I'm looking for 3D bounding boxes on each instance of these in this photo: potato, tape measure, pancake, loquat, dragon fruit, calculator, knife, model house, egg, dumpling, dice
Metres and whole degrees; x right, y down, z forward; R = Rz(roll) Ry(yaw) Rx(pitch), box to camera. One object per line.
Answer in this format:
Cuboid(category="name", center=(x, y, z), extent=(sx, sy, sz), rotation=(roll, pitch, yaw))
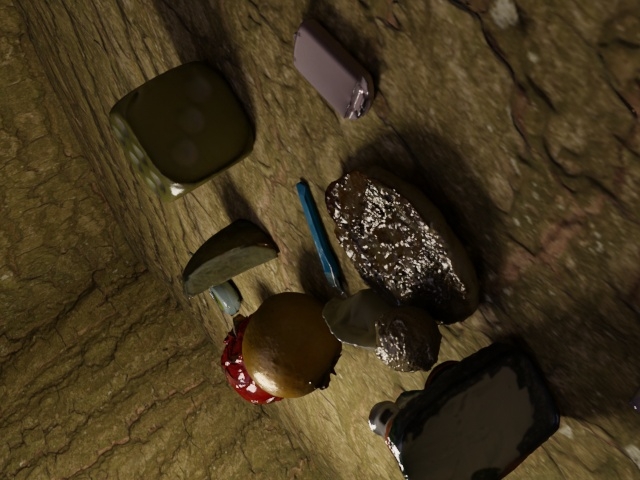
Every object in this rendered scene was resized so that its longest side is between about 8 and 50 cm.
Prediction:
Cuboid(category="potato", center=(-0.291, 0.053, 1.573), extent=(0.269, 0.255, 0.112), rotation=(10, 132, 58))
Cuboid(category="tape measure", center=(-0.385, 0.149, 2.089), extent=(0.164, 0.084, 0.330), rotation=(31, 149, 39))
Cuboid(category="pancake", center=(0.132, 0.015, 0.974), extent=(0.356, 0.065, 0.356), rotation=(43, 155, 27))
Cuboid(category="loquat", center=(-0.067, 0.278, 1.453), extent=(0.275, 0.275, 0.274), rotation=(42, 154, 26))
Cuboid(category="dragon fruit", center=(-0.190, 0.394, 1.835), extent=(0.277, 0.278, 0.342), rotation=(12, 131, 57))
Cuboid(category="calculator", center=(0.015, -0.261, 0.856), extent=(0.175, 0.032, 0.100), rotation=(49, 156, 13))
Cuboid(category="knife", center=(0.002, -0.001, 1.245), extent=(0.044, 0.026, 0.296), rotation=(21, 137, 47))
Cuboid(category="model house", center=(0.213, 0.296, 0.994), extent=(0.190, 0.272, 0.301), rotation=(57, 168, -7))
Cuboid(category="egg", center=(0.151, 0.172, 0.974), extent=(0.140, 0.116, 0.118), rotation=(90, 159, -57))
Cuboid(category="dumpling", center=(0.091, 0.166, 1.132), extent=(0.216, 0.167, 0.126), rotation=(44, 126, 29))
Cuboid(category="dice", center=(-0.308, -0.237, 1.244), extent=(0.238, 0.233, 0.227), rotation=(60, 157, -11))

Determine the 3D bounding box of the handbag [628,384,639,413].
Cuboid(category="handbag", center=(0.428, 0.177, 0.602), extent=(0.117, 0.095, 0.173), rotation=(40, 156, 22))
